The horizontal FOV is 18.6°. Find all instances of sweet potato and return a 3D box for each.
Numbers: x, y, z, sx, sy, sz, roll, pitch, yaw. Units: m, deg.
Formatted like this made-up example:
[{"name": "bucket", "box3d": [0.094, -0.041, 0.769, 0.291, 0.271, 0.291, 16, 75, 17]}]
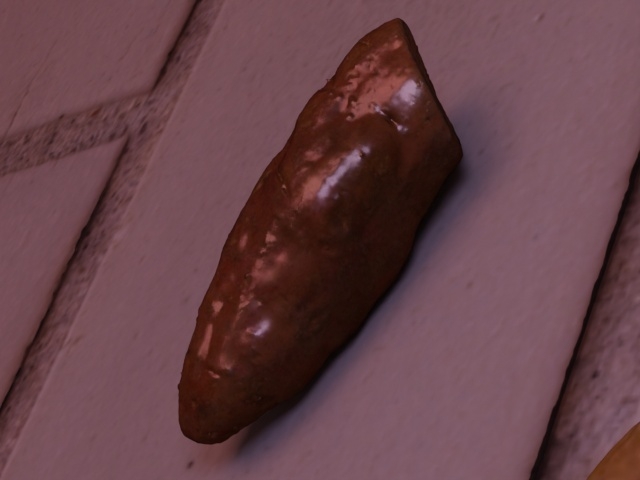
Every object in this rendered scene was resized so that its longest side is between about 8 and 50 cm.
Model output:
[{"name": "sweet potato", "box3d": [0.000, 0.000, 1.040, 0.251, 0.097, 0.097, -59, 31, -7]}]

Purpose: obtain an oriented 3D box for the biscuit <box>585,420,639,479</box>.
[{"name": "biscuit", "box3d": [0.202, 0.130, 0.550, 0.344, 0.057, 0.287, 12, 68, 46]}]
